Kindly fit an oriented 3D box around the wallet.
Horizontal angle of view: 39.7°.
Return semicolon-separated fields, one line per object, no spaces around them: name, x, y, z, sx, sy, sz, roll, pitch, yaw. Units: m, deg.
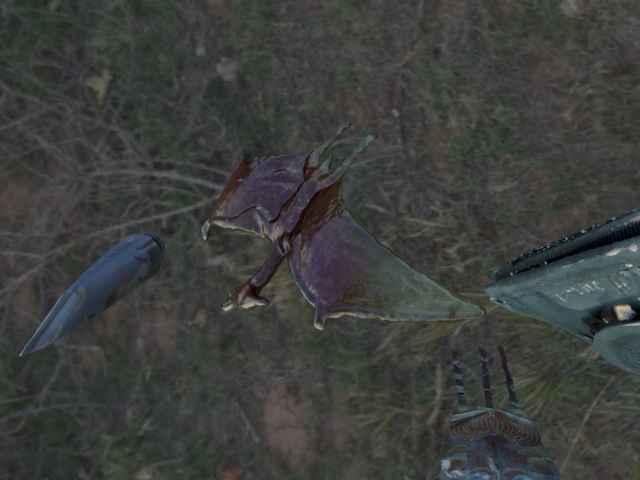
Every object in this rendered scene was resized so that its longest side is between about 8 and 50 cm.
wallet;0.318;0.066;0.799;0.075;0.237;0.342;-65;9;-18

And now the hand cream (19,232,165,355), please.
hand cream;-0.247;0.050;1.004;0.058;0.271;0.091;42;110;-1

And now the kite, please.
kite;0.184;0.192;0.990;0.229;0.127;0.016;-93;5;-54

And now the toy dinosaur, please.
toy dinosaur;0.007;-0.006;0.806;0.327;0.113;0.207;-5;63;48
